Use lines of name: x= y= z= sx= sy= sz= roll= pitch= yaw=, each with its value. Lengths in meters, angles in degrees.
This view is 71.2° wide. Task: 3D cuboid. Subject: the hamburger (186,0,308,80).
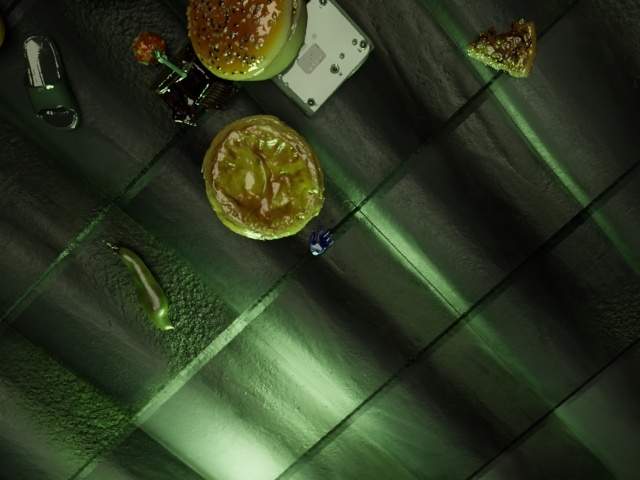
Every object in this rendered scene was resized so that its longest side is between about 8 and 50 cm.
hamburger: x=-0.177 y=-0.520 z=1.032 sx=0.300 sy=0.176 sz=0.301 roll=1 pitch=93 yaw=26

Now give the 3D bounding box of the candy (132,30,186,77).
candy: x=-0.382 y=-0.435 z=1.078 sx=0.078 sy=0.287 sz=0.084 roll=8 pitch=117 yaw=-44

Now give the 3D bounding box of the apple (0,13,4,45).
apple: x=-0.885 y=-0.521 z=1.037 sx=0.236 sy=0.207 sz=0.237 roll=-2 pitch=105 yaw=-6

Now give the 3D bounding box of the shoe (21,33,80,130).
shoe: x=-0.706 y=-0.402 z=1.140 sx=0.108 sy=0.093 sz=0.241 roll=-10 pitch=103 yaw=-3

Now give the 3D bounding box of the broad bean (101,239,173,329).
broad bean: x=-0.517 y=0.124 z=1.303 sx=0.075 sy=0.067 sz=0.325 roll=-33 pitch=104 yaw=-27

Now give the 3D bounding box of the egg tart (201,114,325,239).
egg tart: x=-0.153 y=-0.169 z=1.220 sx=0.341 sy=0.132 sz=0.342 roll=-1 pitch=103 yaw=-3

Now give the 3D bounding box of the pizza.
pizza: x=0.494 y=-0.526 z=1.213 sx=0.193 sy=0.069 sz=0.154 roll=-1 pitch=105 yaw=-6

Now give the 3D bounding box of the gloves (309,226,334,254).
gloves: x=0.000 y=0.000 z=1.327 sx=0.086 sy=0.026 sz=0.064 roll=-44 pitch=101 yaw=7

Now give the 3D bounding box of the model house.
model house: x=-0.329 y=-0.400 z=1.170 sx=0.203 sy=0.141 sz=0.164 roll=-32 pitch=128 yaw=25

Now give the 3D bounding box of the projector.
projector: x=-0.013 y=-0.478 z=1.166 sx=0.198 sy=0.108 sz=0.250 roll=43 pitch=97 yaw=-13
